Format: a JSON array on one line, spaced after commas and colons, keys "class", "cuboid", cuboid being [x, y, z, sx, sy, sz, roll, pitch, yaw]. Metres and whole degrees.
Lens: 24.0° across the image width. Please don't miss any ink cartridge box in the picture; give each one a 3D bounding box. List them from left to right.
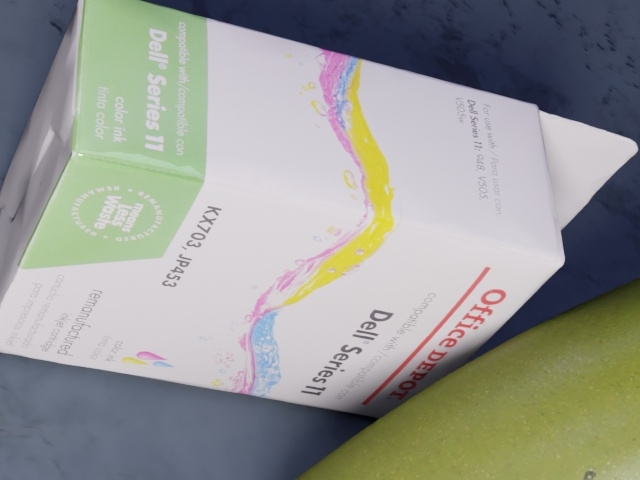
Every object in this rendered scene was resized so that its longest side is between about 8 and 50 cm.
[{"class": "ink cartridge box", "cuboid": [0.000, 0.000, 0.892, 0.353, 0.207, 0.119, 12, 53, -20]}]

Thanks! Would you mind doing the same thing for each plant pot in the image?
[{"class": "plant pot", "cuboid": [0.126, 0.172, 0.833, 0.293, 0.275, 0.275, -14, 65, -17]}]
